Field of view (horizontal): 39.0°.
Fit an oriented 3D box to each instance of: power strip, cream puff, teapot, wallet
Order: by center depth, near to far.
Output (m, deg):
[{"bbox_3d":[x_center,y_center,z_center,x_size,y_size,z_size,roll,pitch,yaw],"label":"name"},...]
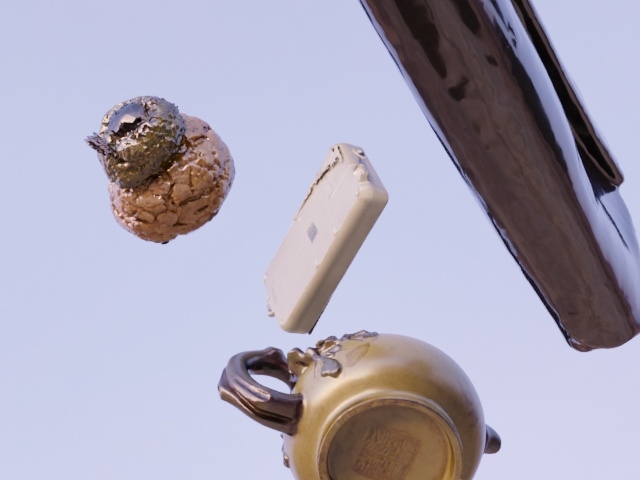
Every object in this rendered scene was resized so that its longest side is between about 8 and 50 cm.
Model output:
[{"bbox_3d":[0.065,-0.148,0.466,0.062,0.228,0.406,-21,-57,24],"label":"wallet"},{"bbox_3d":[0.041,0.151,0.806,0.270,0.182,0.173,19,-75,-6],"label":"teapot"},{"bbox_3d":[0.000,0.000,0.835,0.035,0.081,0.192,10,-55,-29],"label":"power strip"},{"bbox_3d":[-0.224,-0.108,1.187,0.183,0.183,0.169,-22,-37,10],"label":"cream puff"}]
